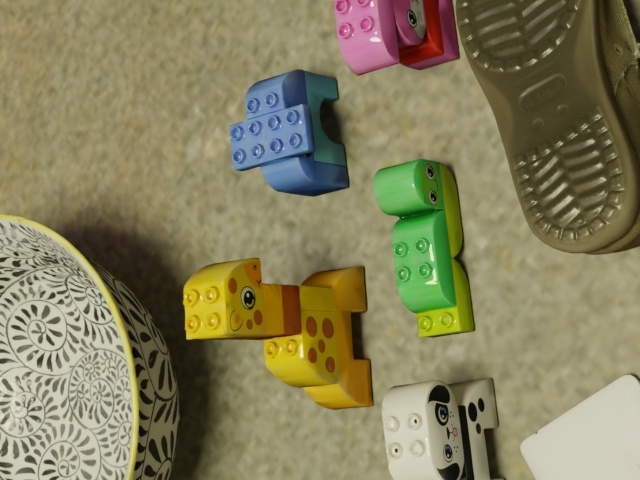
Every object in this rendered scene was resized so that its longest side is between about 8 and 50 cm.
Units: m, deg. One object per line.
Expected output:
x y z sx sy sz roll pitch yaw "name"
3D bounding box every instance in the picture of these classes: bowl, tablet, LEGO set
-0.116 0.076 0.615 0.170 0.080 0.170 -4 84 35 "bowl"
0.109 0.095 0.496 0.054 0.006 0.083 -39 65 28 "tablet"
0.000 0.000 0.528 0.087 0.093 0.227 -13 79 35 "LEGO set"

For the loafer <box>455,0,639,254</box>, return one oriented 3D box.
0.086 -0.057 0.500 0.056 0.050 0.148 -21 59 30 "loafer"
